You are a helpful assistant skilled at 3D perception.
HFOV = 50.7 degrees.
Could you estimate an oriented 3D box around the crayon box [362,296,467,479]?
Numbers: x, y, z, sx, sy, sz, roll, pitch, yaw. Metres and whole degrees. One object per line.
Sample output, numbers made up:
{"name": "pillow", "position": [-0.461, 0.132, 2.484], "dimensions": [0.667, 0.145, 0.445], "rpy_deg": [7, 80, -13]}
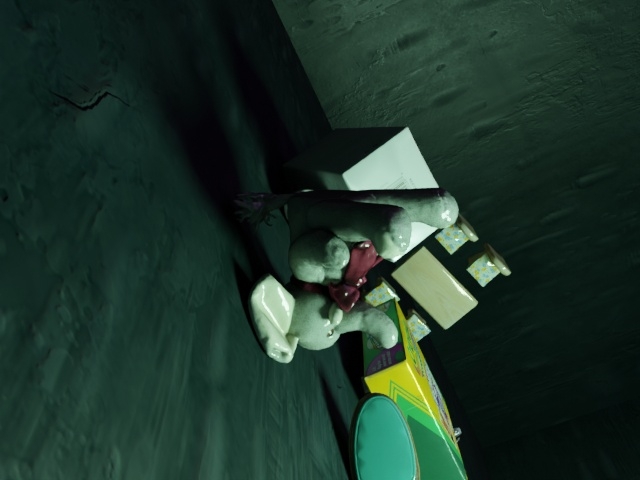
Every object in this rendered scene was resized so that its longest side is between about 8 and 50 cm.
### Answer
{"name": "crayon box", "position": [0.201, 0.337, 1.518], "dimensions": [0.363, 0.106, 0.313], "rpy_deg": [-82, 148, -75]}

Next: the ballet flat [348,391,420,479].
{"name": "ballet flat", "position": [0.119, 0.428, 1.111], "dimensions": [0.124, 0.116, 0.342], "rpy_deg": [96, -23, -67]}

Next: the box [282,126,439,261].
{"name": "box", "position": [0.090, -0.111, 1.454], "dimensions": [0.215, 0.168, 0.345], "rpy_deg": [58, -14, -20]}

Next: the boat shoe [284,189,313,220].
{"name": "boat shoe", "position": [0.000, 0.000, 1.413], "dimensions": [0.267, 0.096, 0.088], "rpy_deg": [68, 2, -52]}

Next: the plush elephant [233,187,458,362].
{"name": "plush elephant", "position": [0.022, 0.059, 1.009], "dimensions": [0.272, 0.330, 0.255], "rpy_deg": [-29, 119, -67]}

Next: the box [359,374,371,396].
{"name": "box", "position": [0.133, 0.374, 1.470], "dimensions": [0.162, 0.029, 0.116], "rpy_deg": [58, 14, -51]}

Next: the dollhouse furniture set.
{"name": "dollhouse furniture set", "position": [0.239, 0.079, 1.758], "dimensions": [0.394, 0.362, 0.256], "rpy_deg": [45, 16, -10]}

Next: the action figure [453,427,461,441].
{"name": "action figure", "position": [0.334, 0.596, 1.854], "dimensions": [0.285, 0.099, 0.185], "rpy_deg": [11, 67, -73]}
